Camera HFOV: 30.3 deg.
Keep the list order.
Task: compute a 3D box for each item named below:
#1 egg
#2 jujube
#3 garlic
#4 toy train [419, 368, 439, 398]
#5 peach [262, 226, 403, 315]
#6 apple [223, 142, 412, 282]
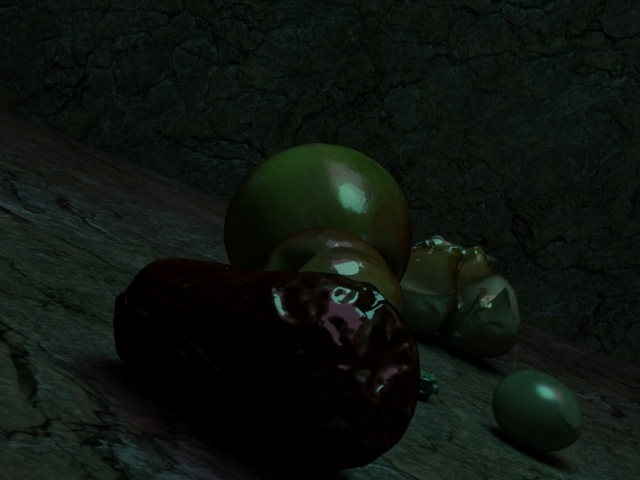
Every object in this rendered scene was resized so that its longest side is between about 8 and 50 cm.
[{"bbox_3d":[0.322,0.253,1.753,0.114,0.114,0.152,18,6,-38],"label":"egg"},{"bbox_3d":[-0.062,0.116,1.238,0.342,0.216,0.216,12,0,30],"label":"jujube"},{"bbox_3d":[0.274,0.119,2.408,0.286,0.249,0.313,37,21,-20],"label":"garlic"},{"bbox_3d":[0.109,0.202,1.807,0.148,0.038,0.071,21,3,-4],"label":"toy train"},{"bbox_3d":[0.022,0.096,1.744,0.233,0.232,0.232,22,5,-2],"label":"peach"},{"bbox_3d":[0.000,0.000,1.977,0.319,0.319,0.277,20,31,-25],"label":"apple"}]
